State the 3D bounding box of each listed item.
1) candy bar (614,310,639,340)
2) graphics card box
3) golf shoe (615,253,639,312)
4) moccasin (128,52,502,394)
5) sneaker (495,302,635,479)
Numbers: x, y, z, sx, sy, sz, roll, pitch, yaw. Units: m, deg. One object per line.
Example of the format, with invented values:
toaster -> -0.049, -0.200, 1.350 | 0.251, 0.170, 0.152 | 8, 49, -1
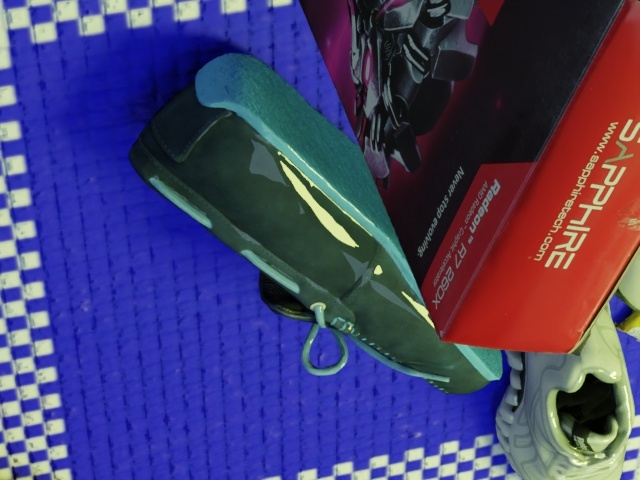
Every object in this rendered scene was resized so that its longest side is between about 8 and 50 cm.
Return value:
candy bar -> 0.296, 0.027, 1.579 | 0.040, 0.018, 0.161 | 18, 126, -29
graphics card box -> 0.090, -0.149, 1.071 | 0.094, 0.371, 0.232 | 4, 133, -24
golf shoe -> 0.303, -0.030, 1.447 | 0.105, 0.120, 0.273 | 8, 130, -27
moccasin -> 0.000, 0.000, 1.388 | 0.117, 0.137, 0.342 | -32, 122, 20
sneaker -> 0.206, 0.148, 1.600 | 0.110, 0.118, 0.292 | -18, 139, -4
